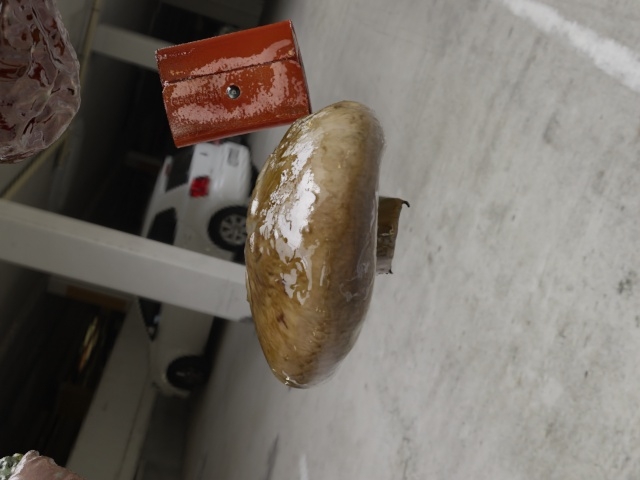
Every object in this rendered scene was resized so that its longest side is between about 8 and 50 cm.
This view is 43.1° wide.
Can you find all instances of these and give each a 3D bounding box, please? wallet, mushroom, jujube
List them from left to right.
[{"bbox_3d":[-0.500,-0.283,1.147,0.276,0.276,0.377,-85,-15,-51],"label":"jujube"},{"bbox_3d":[-0.122,-0.218,1.136,0.045,0.204,0.142,-58,-43,-77],"label":"wallet"},{"bbox_3d":[0.000,0.000,0.772,0.278,0.146,0.278,-174,90,-83],"label":"mushroom"}]

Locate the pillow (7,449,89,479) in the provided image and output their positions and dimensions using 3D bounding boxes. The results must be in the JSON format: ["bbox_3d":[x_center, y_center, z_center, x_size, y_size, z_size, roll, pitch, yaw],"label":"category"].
[{"bbox_3d":[-0.368,0.412,1.073,0.236,0.223,0.084,-56,-26,-33],"label":"pillow"}]

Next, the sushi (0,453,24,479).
[{"bbox_3d":[-0.546,0.503,1.442,0.274,0.184,0.139,25,117,43],"label":"sushi"}]
